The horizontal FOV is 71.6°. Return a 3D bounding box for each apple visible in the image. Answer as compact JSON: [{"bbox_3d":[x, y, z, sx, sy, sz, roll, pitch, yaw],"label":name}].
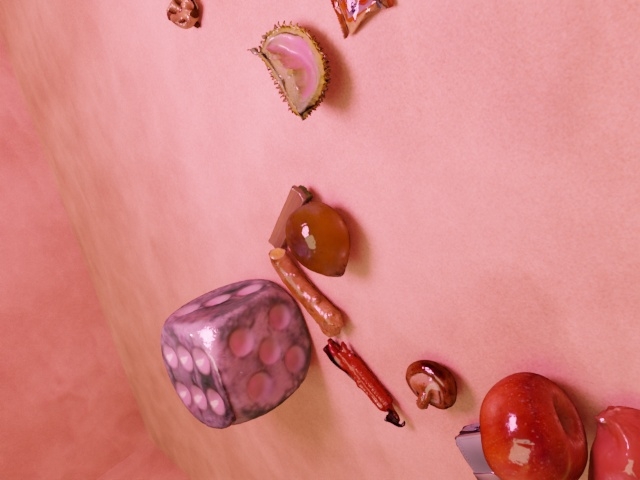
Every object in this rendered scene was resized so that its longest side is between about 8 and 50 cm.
[{"bbox_3d":[0.378,0.350,0.812,0.162,0.201,0.201,-38,83,38],"label":"apple"}]

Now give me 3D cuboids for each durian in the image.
[{"bbox_3d":[-0.047,-0.362,0.937,0.137,0.095,0.221,-38,79,13],"label":"durian"}]

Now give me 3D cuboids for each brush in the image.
[{"bbox_3d":[-0.085,-0.053,1.184,0.054,0.048,0.282,53,146,14],"label":"brush"}]

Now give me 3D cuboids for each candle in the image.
[{"bbox_3d":[0.118,0.385,1.210,0.302,0.059,0.084,47,149,18],"label":"candle"}]

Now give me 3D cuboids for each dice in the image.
[{"bbox_3d":[-0.258,0.327,1.341,0.328,0.348,0.330,-7,107,46],"label":"dice"}]

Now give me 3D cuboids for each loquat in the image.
[{"bbox_3d":[0.000,0.000,1.051,0.152,0.152,0.195,-30,81,49],"label":"loquat"}]

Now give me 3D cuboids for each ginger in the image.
[{"bbox_3d":[-0.042,0.140,1.226,0.299,0.065,0.118,52,148,9],"label":"ginger"}]

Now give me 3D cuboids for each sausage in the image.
[{"bbox_3d":[0.526,0.404,0.742,0.148,0.148,0.254,10,120,42],"label":"sausage"}]

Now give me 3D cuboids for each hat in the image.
[{"bbox_3d":[-0.347,-0.584,1.142,0.077,0.059,0.076,37,100,12],"label":"hat"}]

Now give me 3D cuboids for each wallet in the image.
[{"bbox_3d":[0.423,0.508,0.954,0.176,0.075,0.250,-37,83,46],"label":"wallet"}]

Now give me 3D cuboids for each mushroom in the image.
[{"bbox_3d":[0.253,0.330,1.018,0.127,0.087,0.127,25,131,32],"label":"mushroom"}]

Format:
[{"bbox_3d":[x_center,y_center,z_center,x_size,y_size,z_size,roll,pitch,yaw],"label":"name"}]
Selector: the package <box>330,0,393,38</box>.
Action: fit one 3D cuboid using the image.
[{"bbox_3d":[0.067,-0.450,0.813,0.120,0.031,0.108,-14,101,49],"label":"package"}]
